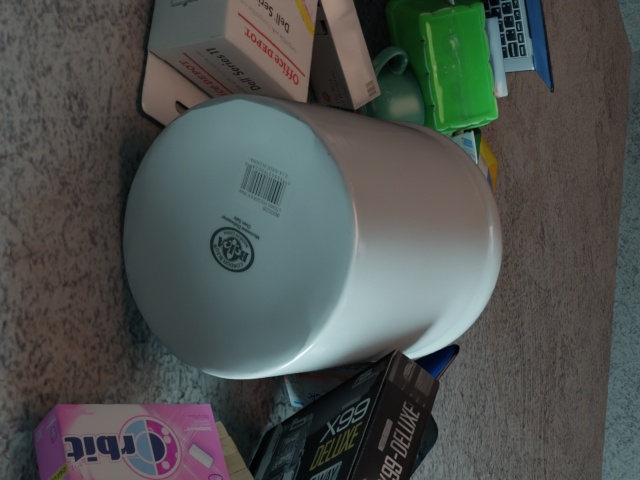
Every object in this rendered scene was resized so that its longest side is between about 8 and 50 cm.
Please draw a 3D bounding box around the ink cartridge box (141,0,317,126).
[{"bbox_3d":[-0.100,-0.291,1.251,0.207,0.119,0.354,33,59,-57],"label":"ink cartridge box"}]

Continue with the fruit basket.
[{"bbox_3d":[0.197,-0.311,1.697,0.353,0.165,0.327,-106,-175,-75],"label":"fruit basket"}]

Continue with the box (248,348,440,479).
[{"bbox_3d":[-0.004,0.293,1.188,0.076,0.307,0.242,37,47,-12],"label":"box"}]

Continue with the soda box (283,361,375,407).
[{"bbox_3d":[0.031,0.201,1.371,0.063,0.183,0.058,-24,105,-38],"label":"soda box"}]

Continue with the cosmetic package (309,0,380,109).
[{"bbox_3d":[0.006,-0.314,1.467,0.060,0.099,0.239,-34,121,-25],"label":"cosmetic package"}]

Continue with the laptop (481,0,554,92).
[{"bbox_3d":[0.236,-0.445,1.660,0.236,0.407,0.382,-28,112,-44],"label":"laptop"}]

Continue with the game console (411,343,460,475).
[{"bbox_3d":[0.104,0.318,1.431,0.293,0.173,0.250,-47,126,-29],"label":"game console"}]

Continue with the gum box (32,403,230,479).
[{"bbox_3d":[-0.181,0.225,0.997,0.188,0.062,0.107,7,51,-39],"label":"gum box"}]

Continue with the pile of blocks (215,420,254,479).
[{"bbox_3d":[-0.207,0.343,1.032,0.362,0.149,0.113,-46,170,-43],"label":"pile of blocks"}]

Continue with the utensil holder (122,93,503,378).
[{"bbox_3d":[0.000,0.000,1.205,0.385,0.327,0.328,0,88,-59],"label":"utensil holder"}]

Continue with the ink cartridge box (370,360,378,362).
[{"bbox_3d":[0.061,0.234,1.563,0.104,0.061,0.181,-40,122,-54],"label":"ink cartridge box"}]

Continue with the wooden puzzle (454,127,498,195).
[{"bbox_3d":[0.334,-0.151,2.127,0.239,0.044,0.221,53,40,-47],"label":"wooden puzzle"}]

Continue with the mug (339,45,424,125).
[{"bbox_3d":[0.087,-0.222,1.588,0.097,0.129,0.158,-16,99,-27],"label":"mug"}]
